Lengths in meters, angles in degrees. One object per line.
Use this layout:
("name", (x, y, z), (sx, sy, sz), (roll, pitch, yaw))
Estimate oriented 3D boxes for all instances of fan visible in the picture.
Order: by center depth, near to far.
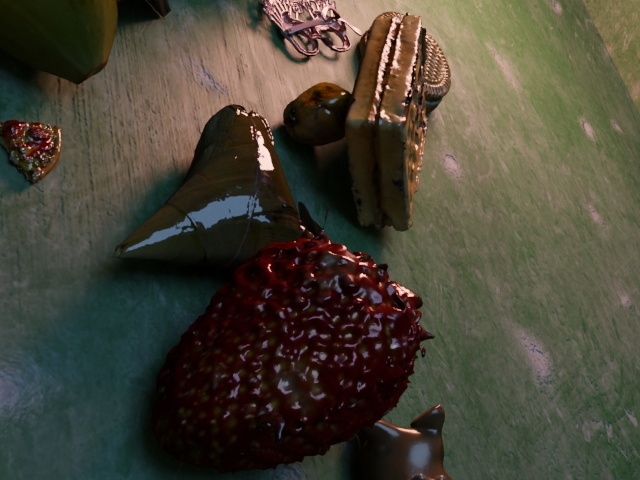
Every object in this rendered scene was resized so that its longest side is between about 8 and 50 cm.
("fan", (-0.001, 0.000, 1.126), (0.010, 0.310, 0.182), (-21, 74, -9))

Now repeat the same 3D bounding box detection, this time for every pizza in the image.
("pizza", (-0.388, -0.123, 1.023), (0.100, 0.029, 0.099), (0, 63, -42))

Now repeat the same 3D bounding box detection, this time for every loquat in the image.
("loquat", (-0.003, -0.229, 1.385), (0.137, 0.137, 0.113), (-30, 110, -49))

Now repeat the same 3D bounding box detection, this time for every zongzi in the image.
("zongzi", (-0.182, -0.085, 1.099), (0.300, 0.145, 0.274), (4, 57, -40))

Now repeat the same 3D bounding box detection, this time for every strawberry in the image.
("strawberry", (-0.030, 0.160, 0.959), (0.292, 0.292, 0.343), (47, 47, -5))

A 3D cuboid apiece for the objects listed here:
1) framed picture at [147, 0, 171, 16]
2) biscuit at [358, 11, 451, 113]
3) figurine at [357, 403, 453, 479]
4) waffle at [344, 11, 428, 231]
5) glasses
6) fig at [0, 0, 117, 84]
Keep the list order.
("framed picture", (-0.346, -0.493, 1.241), (0.023, 0.189, 0.260), (-43, 95, -5))
("biscuit", (0.197, -0.409, 1.734), (0.259, 0.079, 0.259), (23, 48, -29))
("figurine", (0.102, 0.346, 1.023), (0.173, 0.177, 0.247), (23, 57, -54))
("waffle", (0.137, -0.225, 1.427), (0.376, 0.114, 0.261), (-75, 160, -45))
("glasses", (-0.016, -0.476, 1.579), (0.255, 0.095, 0.162), (-19, 67, -50))
("fig", (-0.384, -0.346, 1.066), (0.230, 0.207, 0.207), (45, 34, -45))
